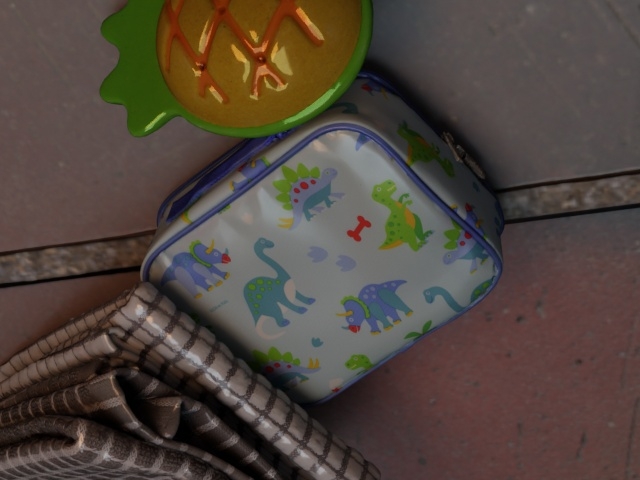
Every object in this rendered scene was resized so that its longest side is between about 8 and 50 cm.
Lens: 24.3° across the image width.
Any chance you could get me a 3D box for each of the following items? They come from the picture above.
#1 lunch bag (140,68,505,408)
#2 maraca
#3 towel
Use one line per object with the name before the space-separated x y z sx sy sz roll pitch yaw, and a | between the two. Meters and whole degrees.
lunch bag | 0.000 0.000 0.981 0.219 0.090 0.176 -36 114 29
maraca | -0.054 -0.122 0.895 0.185 0.127 0.099 -6 164 25
towel | -0.122 0.172 1.052 0.235 0.121 0.283 41 146 -17
